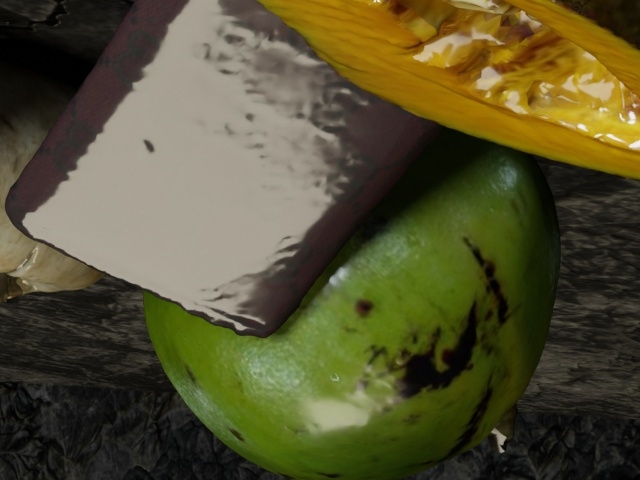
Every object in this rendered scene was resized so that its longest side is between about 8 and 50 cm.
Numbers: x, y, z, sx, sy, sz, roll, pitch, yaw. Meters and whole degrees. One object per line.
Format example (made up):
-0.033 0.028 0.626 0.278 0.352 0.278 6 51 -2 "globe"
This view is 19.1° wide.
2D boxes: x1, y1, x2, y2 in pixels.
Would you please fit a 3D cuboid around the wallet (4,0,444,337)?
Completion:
-0.035 -0.060 0.962 0.182 0.049 0.229 23 120 -28 "wallet"

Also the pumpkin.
0.058 -0.122 0.661 0.221 0.139 0.317 17 177 31 "pumpkin"

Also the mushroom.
-0.216 -0.020 1.274 0.189 0.195 0.254 2 172 6 "mushroom"

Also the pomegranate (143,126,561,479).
0.000 0.000 1.148 0.340 0.260 0.260 42 154 -24 "pomegranate"
